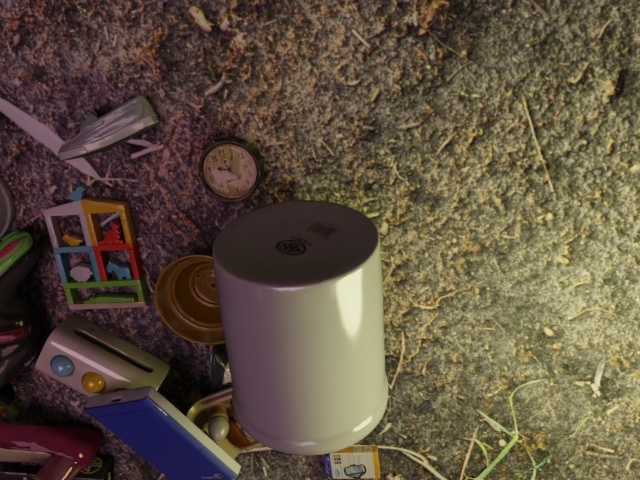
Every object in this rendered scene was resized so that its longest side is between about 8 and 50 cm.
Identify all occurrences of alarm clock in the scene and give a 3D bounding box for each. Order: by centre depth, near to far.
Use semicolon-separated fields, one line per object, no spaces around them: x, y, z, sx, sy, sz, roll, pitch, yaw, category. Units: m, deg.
-0.189;-0.165;1.249;0.129;0.064;0.192;-19;110;13;alarm clock

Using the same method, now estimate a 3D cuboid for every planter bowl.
-0.248;0.115;1.348;0.217;0.090;0.217;2;112;6;planter bowl

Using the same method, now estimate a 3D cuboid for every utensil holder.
-0.034;0.160;1.179;0.327;0.327;0.385;-1;122;7;utensil holder

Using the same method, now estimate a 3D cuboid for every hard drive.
-0.356;0.450;1.381;0.210;0.040;0.319;-17;125;31;hard drive

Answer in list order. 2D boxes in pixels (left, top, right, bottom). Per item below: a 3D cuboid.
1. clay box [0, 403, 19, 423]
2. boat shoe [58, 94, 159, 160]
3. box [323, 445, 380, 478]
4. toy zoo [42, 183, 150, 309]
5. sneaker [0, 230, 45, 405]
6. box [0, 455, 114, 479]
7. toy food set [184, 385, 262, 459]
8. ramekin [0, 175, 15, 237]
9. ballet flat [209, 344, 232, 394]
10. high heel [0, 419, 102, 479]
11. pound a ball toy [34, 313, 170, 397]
-0.887;0.392;1.528;0.127;0.053;0.222;-33;106;-5;clay box
-0.446;-0.234;1.251;0.227;0.079;0.081;-21;98;9;boat shoe
0.079;0.554;1.514;0.136;0.028;0.081;-3;111;10;box
-0.508;0.018;1.372;0.192;0.030;0.293;-3;111;7;toy zoo
-0.730;0.188;1.413;0.202;0.185;0.483;17;112;-29;sneaker
-0.718;0.750;1.631;0.318;0.097;0.395;4;113;-2;box
-0.136;0.433;1.420;0.306;0.092;0.220;-21;124;11;toy food set
-0.797;-0.072;1.329;0.207;0.109;0.207;2;111;5;ramekin
-0.226;0.333;1.441;0.074;0.074;0.203;9;118;3;ballet flat
-0.747;0.472;1.520;0.377;0.181;0.127;36;132;-3;high heel
-0.513;0.352;1.445;0.319;0.136;0.208;31;111;-5;pound a ball toy
